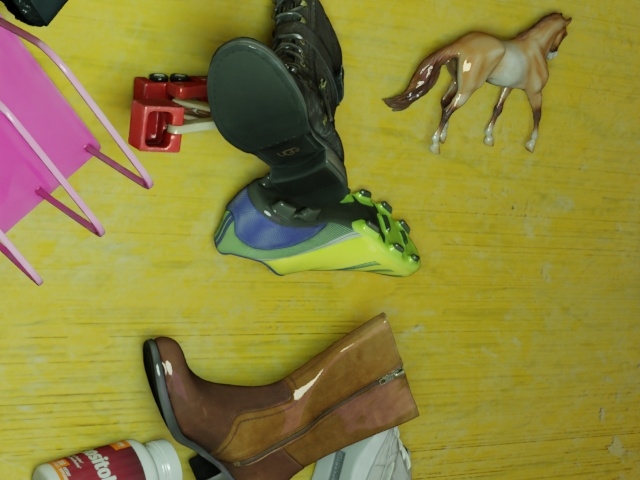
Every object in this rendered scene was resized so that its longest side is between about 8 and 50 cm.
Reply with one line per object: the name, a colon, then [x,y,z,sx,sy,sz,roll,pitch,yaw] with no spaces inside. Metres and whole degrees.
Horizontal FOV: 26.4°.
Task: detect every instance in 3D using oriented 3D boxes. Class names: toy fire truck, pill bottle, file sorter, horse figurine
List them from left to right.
file sorter: [-0.330,-0.041,1.246,0.291,0.182,0.202,-43,128,-13]
pill bottle: [-0.235,0.270,1.512,0.152,0.086,0.086,-13,116,-32]
toy fire truck: [-0.124,-0.133,1.386,0.192,0.135,0.047,-5,112,-34]
horse figurine: [0.202,-0.192,1.644,0.263,0.066,0.174,-3,116,-38]

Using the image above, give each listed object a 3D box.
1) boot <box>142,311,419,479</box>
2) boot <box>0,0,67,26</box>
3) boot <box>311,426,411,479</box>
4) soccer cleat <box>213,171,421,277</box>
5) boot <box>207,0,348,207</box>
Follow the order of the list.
boot: [-0.040,0.163,1.550,0.281,0.096,0.264,-27,114,-7]
boot: [-0.209,-0.278,1.287,0.246,0.094,0.207,42,79,-33]
boot: [0.068,0.261,1.738,0.123,0.095,0.258,2,113,-47]
soccer cleat: [-0.001,-0.001,1.582,0.289,0.093,0.121,16,130,-44]
boot: [-0.037,-0.181,1.393,0.091,0.229,0.263,-12,144,17]
